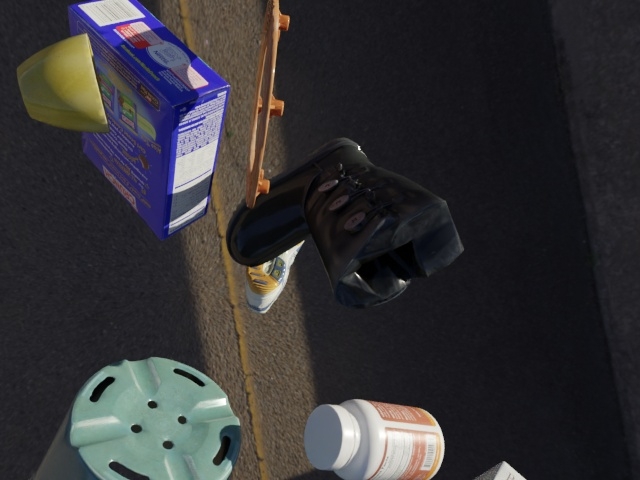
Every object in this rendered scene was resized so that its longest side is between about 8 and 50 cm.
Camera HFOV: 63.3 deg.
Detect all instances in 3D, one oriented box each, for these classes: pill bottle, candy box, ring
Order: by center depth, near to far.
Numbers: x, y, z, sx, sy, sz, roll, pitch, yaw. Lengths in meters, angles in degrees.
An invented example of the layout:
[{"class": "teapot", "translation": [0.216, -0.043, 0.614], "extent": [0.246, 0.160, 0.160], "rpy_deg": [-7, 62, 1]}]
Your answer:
[{"class": "pill bottle", "translation": [0.085, 0.319, 0.827], "extent": [0.216, 0.121, 0.121], "rpy_deg": [20, 79, -34]}, {"class": "ring", "translation": [-0.089, -0.219, 0.844], "extent": [0.032, 0.336, 0.337], "rpy_deg": [7, 83, -11]}, {"class": "candy box", "translation": [-0.302, -0.203, 0.903], "extent": [0.268, 0.317, 0.122], "rpy_deg": [44, 51, 15]}]

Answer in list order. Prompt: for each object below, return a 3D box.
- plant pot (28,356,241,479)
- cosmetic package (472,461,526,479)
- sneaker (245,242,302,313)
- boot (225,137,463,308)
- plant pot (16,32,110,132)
[{"class": "plant pot", "translation": [-0.303, 0.390, 0.828], "extent": [0.340, 0.341, 0.334], "rpy_deg": [24, 115, -11]}, {"class": "cosmetic package", "translation": [0.145, 0.324, 0.450], "extent": [0.117, 0.086, 0.231], "rpy_deg": [39, 47, 14]}, {"class": "sneaker", "translation": [-0.116, 0.045, 1.265], "extent": [0.111, 0.131, 0.297], "rpy_deg": [22, 43, 5]}, {"class": "boot", "translation": [0.001, -0.002, 0.936], "extent": [0.367, 0.445, 0.146], "rpy_deg": [-43, 122, 5]}, {"class": "plant pot", "translation": [-0.353, -0.208, 0.712], "extent": [0.095, 0.134, 0.134], "rpy_deg": [-13, 88, -18]}]
